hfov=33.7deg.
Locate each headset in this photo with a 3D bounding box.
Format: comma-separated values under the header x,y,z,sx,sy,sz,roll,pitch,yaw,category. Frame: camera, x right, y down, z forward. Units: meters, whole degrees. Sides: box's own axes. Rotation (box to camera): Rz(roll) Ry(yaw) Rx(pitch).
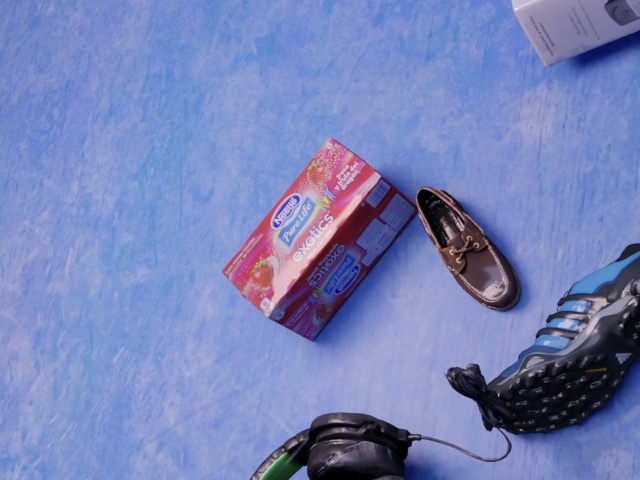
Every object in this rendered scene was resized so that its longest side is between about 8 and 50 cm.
x,y,z,sx,sy,sz,roll,pitch,yaw,category
0.052,0.293,1.280,0.394,0.185,0.243,-32,43,9,headset

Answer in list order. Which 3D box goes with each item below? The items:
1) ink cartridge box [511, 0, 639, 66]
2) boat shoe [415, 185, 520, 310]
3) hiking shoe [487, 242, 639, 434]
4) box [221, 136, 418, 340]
x,y,z,sx,sy,sz,roll,pitch,yaw,category
0.408,-0.400,1.422,0.306,0.131,0.226,-21,48,25,ink cartridge box
0.192,0.009,1.436,0.073,0.073,0.207,-42,55,8,boat shoe
0.323,0.125,1.303,0.304,0.113,0.132,-39,24,20,hiking shoe
0.000,0.000,1.522,0.257,0.128,0.122,-51,53,3,box
